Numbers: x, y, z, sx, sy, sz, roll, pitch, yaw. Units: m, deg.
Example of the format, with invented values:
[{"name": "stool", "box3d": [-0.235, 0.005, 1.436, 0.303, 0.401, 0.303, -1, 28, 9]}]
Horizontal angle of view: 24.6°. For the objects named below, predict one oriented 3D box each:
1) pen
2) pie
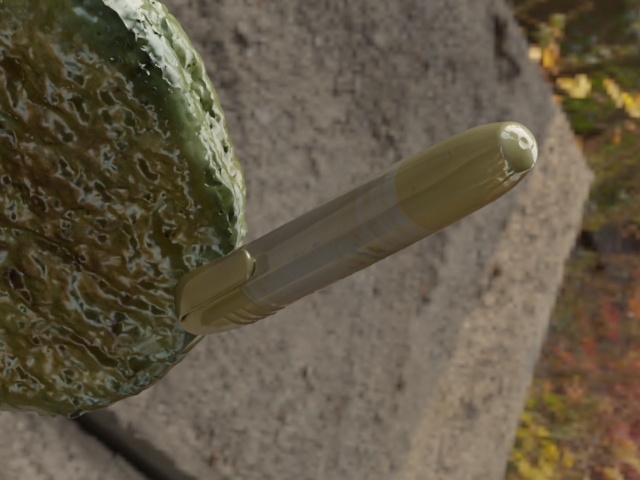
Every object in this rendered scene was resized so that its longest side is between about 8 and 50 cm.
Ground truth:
[{"name": "pen", "box3d": [0.000, 0.000, 0.568, 0.040, 0.233, 0.032, 2, 72, -32]}, {"name": "pie", "box3d": [-0.165, -0.028, 0.780, 0.078, 0.277, 0.277, -79, 157, -55]}]
